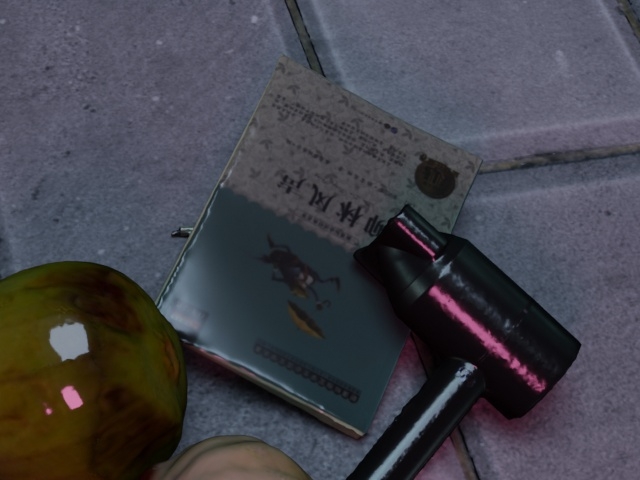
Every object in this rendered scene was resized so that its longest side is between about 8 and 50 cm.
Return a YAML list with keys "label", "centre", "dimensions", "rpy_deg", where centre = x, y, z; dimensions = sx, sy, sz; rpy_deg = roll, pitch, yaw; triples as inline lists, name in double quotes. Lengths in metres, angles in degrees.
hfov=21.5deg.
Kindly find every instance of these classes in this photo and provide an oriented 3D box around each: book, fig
- label: "book"
  centre: [0.000, 0.000, 1.837]
  dimensions: [0.264, 0.031, 0.379]
  rpy_deg: [27, 61, -4]
- label: "fig"
  centre: [-0.267, 0.143, 1.641]
  dimensions: [0.271, 0.239, 0.239]
  rpy_deg: [-14, 48, 19]

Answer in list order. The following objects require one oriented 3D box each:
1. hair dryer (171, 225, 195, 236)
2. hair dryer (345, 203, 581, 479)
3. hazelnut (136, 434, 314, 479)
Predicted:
- label: "hair dryer"
  centre: [-0.055, -0.049, 1.935]
  dimensions: [0.199, 0.067, 0.167]
  rpy_deg: [8, 51, 12]
- label: "hair dryer"
  centre: [0.091, 0.135, 1.742]
  dimensions: [0.244, 0.116, 0.302]
  rpy_deg: [41, 67, 1]
- label: "hazelnut"
  centre: [-0.077, 0.310, 1.527]
  dimensions: [0.261, 0.261, 0.241]
  rpy_deg: [-4, 55, -12]
